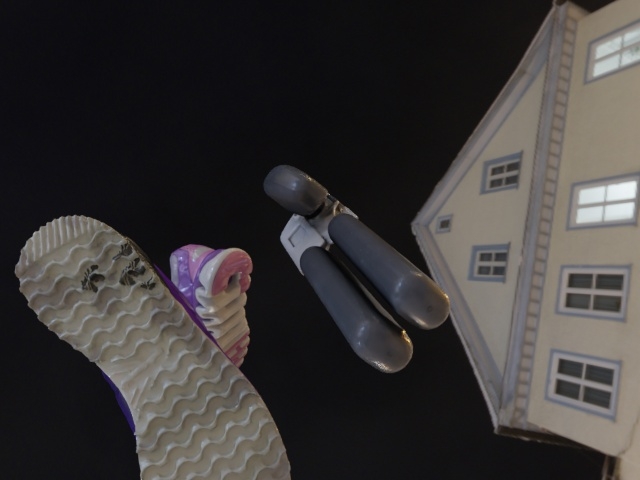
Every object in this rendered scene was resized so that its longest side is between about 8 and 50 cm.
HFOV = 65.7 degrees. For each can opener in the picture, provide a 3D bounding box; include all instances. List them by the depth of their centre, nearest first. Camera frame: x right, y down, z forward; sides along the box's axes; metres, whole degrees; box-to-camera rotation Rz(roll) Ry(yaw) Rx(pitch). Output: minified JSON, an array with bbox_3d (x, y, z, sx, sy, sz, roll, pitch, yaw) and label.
[{"bbox_3d":[0.000,0.000,0.423,0.095,0.283,0.076,39,-86,-23],"label":"can opener"}]

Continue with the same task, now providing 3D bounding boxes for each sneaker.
[{"bbox_3d":[-0.121,0.113,0.425,0.102,0.146,0.293,-33,-95,-11],"label":"sneaker"},{"bbox_3d":[-0.156,0.102,0.652,0.095,0.104,0.237,-35,-39,-54],"label":"sneaker"}]
